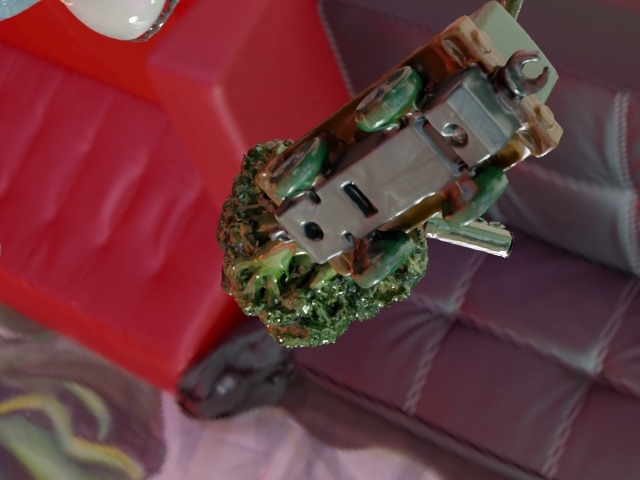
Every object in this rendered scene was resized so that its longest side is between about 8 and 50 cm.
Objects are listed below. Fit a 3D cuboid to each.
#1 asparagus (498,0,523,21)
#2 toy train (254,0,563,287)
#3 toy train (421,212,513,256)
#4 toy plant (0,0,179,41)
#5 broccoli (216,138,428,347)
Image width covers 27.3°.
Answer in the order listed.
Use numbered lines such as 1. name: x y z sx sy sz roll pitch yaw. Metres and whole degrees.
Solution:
1. asparagus: 0.163 -0.163 1.262 0.025 0.248 0.024 13 165 23
2. toy train: 0.056 -0.059 0.785 0.091 0.136 0.228 47 133 -9
3. toy train: 0.221 -0.015 1.985 0.148 0.071 0.038 14 114 -6
4. toy plant: -0.369 -0.392 1.711 0.332 0.247 0.247 3 179 -35
5. broccoli: 0.000 0.000 1.844 0.308 0.308 0.275 40 169 -6
